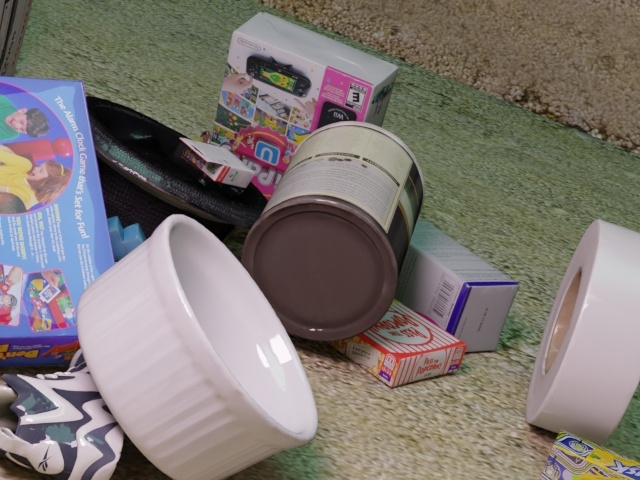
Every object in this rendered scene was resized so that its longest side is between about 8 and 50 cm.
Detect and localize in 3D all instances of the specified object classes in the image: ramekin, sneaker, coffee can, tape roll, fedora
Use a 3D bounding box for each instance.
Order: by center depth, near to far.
[{"bbox_3d":[-0.288,0.163,1.589,0.153,0.094,0.235,21,28,-18],"label":"sneaker"},{"bbox_3d":[-0.133,0.123,1.606,0.277,0.135,0.277,54,12,-16],"label":"ramekin"},{"bbox_3d":[0.359,0.120,1.992,0.100,0.286,0.286,18,20,2],"label":"tape roll"},{"bbox_3d":[0.023,-0.019,2.042,0.201,0.201,0.275,19,28,3],"label":"coffee can"},{"bbox_3d":[-0.234,-0.057,2.108,0.334,0.152,0.334,31,13,-8],"label":"fedora"}]

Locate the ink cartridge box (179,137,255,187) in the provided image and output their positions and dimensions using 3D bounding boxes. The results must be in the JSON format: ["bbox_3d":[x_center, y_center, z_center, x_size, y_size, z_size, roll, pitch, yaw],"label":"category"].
[{"bbox_3d":[-0.146,-0.105,2.085,0.063,0.029,0.115,40,16,28],"label":"ink cartridge box"}]

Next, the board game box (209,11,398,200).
[{"bbox_3d":[-0.038,-0.148,2.230,0.224,0.303,0.097,24,35,13],"label":"board game box"}]

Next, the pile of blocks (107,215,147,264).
[{"bbox_3d":[-0.311,0.026,1.858,0.362,0.149,0.112,13,23,-13],"label":"pile of blocks"}]

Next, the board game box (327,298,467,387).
[{"bbox_3d":[0.079,0.125,2.083,0.193,0.045,0.147,32,25,35],"label":"board game box"}]

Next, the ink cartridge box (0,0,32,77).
[{"bbox_3d":[-0.586,-0.370,2.471,0.166,0.285,0.395,18,20,-3],"label":"ink cartridge box"}]

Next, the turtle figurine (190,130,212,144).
[{"bbox_3d":[-0.198,-0.131,2.466,0.217,0.087,0.269,11,21,-18],"label":"turtle figurine"}]

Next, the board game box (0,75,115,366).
[{"bbox_3d":[-0.367,-0.027,1.753,0.233,0.078,0.347,1,61,-28],"label":"board game box"}]

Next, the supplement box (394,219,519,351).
[{"bbox_3d":[0.165,0.063,2.227,0.114,0.111,0.220,0,27,-41],"label":"supplement box"}]

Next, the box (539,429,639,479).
[{"bbox_3d":[0.355,0.294,1.851,0.169,0.059,0.054,22,22,13],"label":"box"}]
